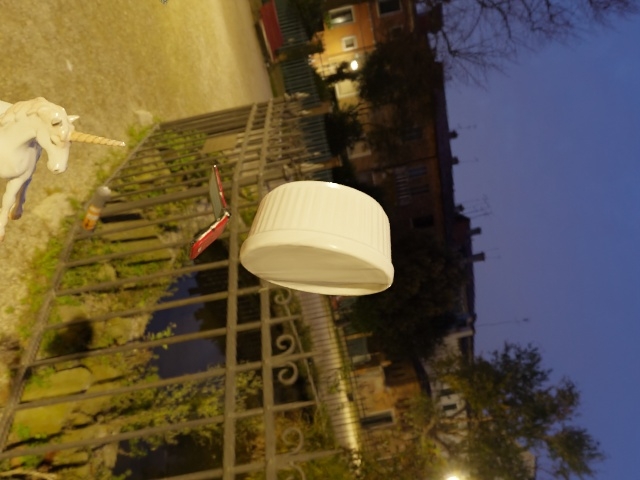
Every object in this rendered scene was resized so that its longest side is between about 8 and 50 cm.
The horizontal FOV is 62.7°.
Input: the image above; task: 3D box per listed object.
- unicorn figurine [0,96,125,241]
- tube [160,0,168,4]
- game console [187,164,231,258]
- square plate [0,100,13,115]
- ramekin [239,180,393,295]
[{"bbox_3d":[-0.212,-0.056,0.367,0.060,0.111,0.162,20,14,-45],"label":"unicorn figurine"},{"bbox_3d":[-0.402,-0.580,1.059,0.240,0.070,0.062,20,69,-36],"label":"tube"},{"bbox_3d":[-0.206,-0.044,0.913,0.085,0.124,0.144,46,-18,-3],"label":"game console"},{"bbox_3d":[-0.821,-0.177,0.994,0.049,0.343,0.348,115,-12,-55],"label":"square plate"},{"bbox_3d":[0.000,0.000,0.927,0.273,0.272,0.127,72,25,-67],"label":"ramekin"}]
